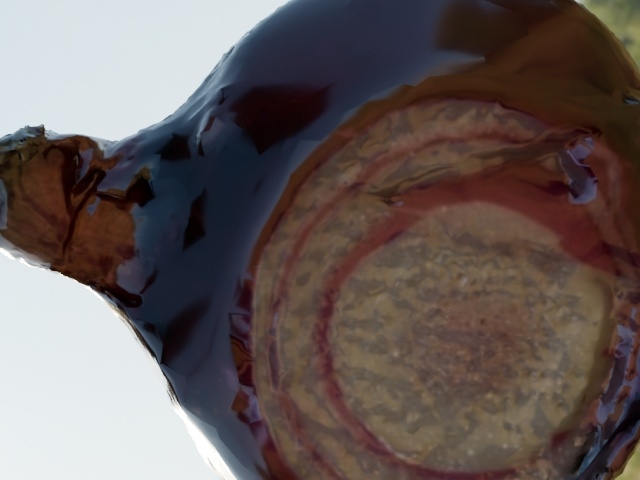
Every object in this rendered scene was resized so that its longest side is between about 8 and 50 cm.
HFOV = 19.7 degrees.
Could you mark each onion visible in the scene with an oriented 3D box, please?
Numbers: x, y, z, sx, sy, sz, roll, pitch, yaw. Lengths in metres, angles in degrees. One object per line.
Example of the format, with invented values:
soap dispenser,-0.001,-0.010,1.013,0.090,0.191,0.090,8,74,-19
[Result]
onion,-0.001,-0.001,0.531,0.135,0.198,0.173,-137,61,-85
